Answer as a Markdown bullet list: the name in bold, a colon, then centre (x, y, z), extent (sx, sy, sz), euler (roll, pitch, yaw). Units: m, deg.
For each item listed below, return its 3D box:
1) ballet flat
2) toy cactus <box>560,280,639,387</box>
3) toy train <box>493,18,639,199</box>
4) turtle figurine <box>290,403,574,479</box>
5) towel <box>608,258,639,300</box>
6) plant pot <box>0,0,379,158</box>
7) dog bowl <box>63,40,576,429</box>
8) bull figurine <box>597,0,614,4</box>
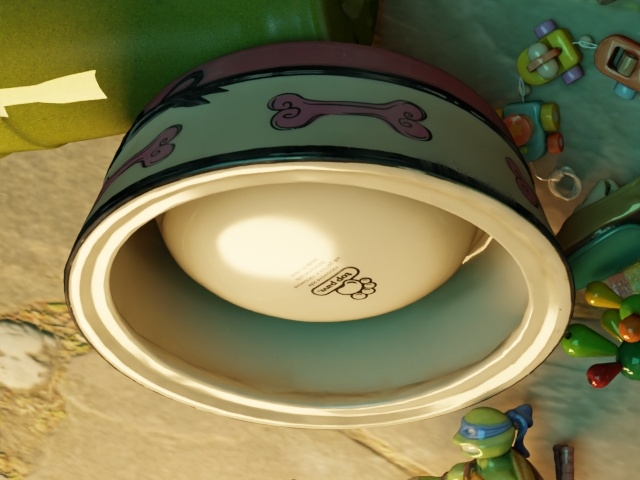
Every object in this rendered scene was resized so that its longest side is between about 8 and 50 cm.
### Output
- **ballet flat**: centre (0.274, -0.033, 1.175), extent (0.232, 0.080, 0.073), euler (-31, 54, 27)
- **toy cactus**: centre (0.318, 0.090, 1.157), extent (0.219, 0.112, 0.180), euler (-20, 109, 10)
- **toy train**: centre (0.213, -0.118, 1.190), extent (0.125, 0.046, 0.166), euler (36, 115, 16)
- **turtle figurine**: centre (0.115, 0.298, 1.243), extent (0.198, 0.275, 0.266), euler (-5, 109, 44)
- **towel**: centre (0.292, 0.053, 1.211), extent (0.060, 0.009, 0.083), euler (-28, 89, 29)
- **plant pot**: centre (-0.141, -0.249, 1.194), extent (0.353, 0.366, 0.366), euler (1, 103, 16)
- **dog bowl**: centre (0.000, 0.000, 1.161), extent (0.408, 0.408, 0.150), euler (-22, 48, 30)
- **bull figurine**: centre (0.276, -0.324, 1.068), extent (0.310, 0.101, 0.188), euler (-28, 70, 34)
